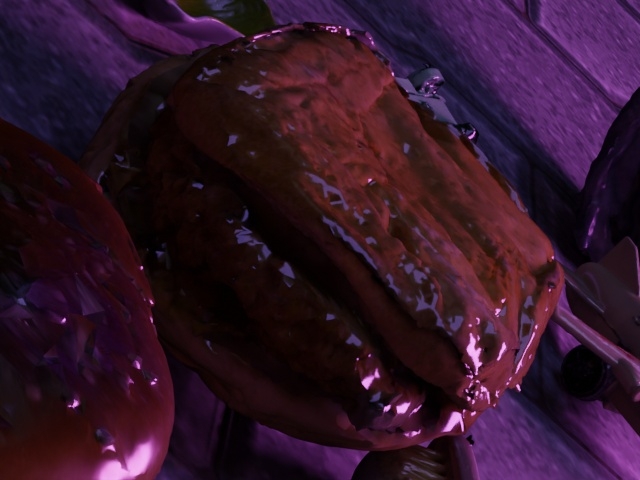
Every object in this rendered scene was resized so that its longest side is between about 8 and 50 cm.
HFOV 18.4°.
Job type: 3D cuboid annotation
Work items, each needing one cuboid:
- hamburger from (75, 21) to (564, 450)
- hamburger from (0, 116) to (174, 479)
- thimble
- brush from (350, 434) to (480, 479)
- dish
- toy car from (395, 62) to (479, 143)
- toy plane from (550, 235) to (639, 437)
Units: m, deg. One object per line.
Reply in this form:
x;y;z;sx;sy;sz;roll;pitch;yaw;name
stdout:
0.000;-0.001;1.053;0.259;0.144;0.283;51;18;11;hamburger
-0.172;0.036;0.715;0.243;0.146;0.286;41;25;-1;hamburger
0.317;-0.049;1.574;0.205;0.236;0.172;59;25;6;thimble
0.052;0.212;0.945;0.067;0.072;0.313;13;39;-17;brush
-0.084;-0.155;1.272;0.091;0.039;0.137;58;25;7;dish
0.050;-0.089;1.390;0.143;0.054;0.073;4;48;-53;toy car
0.239;0.103;1.372;0.242;0.104;0.256;23;35;-50;toy plane
